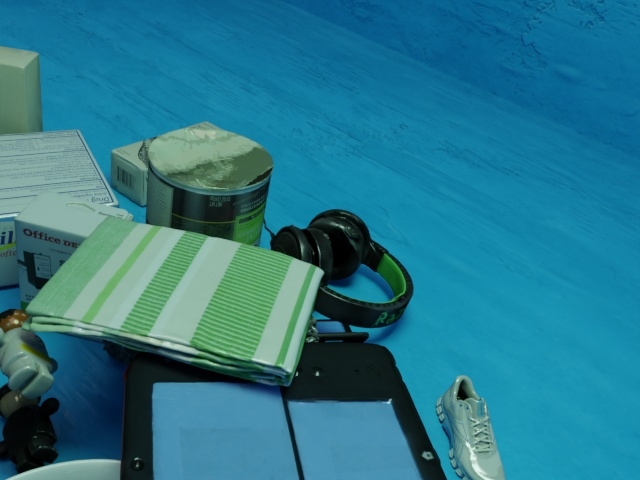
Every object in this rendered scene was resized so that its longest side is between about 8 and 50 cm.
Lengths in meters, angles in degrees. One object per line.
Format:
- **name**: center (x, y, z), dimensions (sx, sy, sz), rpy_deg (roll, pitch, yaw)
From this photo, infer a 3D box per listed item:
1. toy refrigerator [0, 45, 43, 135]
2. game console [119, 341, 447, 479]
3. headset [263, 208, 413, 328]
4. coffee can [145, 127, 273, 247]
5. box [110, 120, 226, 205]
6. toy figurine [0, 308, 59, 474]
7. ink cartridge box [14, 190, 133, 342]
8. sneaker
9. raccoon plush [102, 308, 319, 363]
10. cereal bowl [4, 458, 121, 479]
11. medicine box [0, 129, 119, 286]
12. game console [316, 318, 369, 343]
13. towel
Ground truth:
- **toy refrigerator**: center (-0.612, -0.238, 1.331), dimensions (0.102, 0.269, 0.094), rpy_deg (8, 34, -6)
- **game console**: center (-0.032, 0.240, 0.705), dimensions (0.342, 0.060, 0.386), rpy_deg (-1, 33, -14)
- **headset**: center (0.000, 0.000, 1.241), dimensions (0.394, 0.185, 0.243), rpy_deg (34, 30, 22)
- **coffee can**: center (-0.198, -0.024, 1.149), dimensions (0.202, 0.275, 0.201), rpy_deg (8, 34, -6)
- **box**: center (-0.320, -0.176, 1.494), dimensions (0.113, 0.094, 0.275), rpy_deg (29, 37, 25)
- **toy figurine**: center (-0.431, 0.191, 0.818), dimensions (0.213, 0.209, 0.148), rpy_deg (-9, 34, -31)
- **ink cartridge box**: center (-0.380, 0.044, 1.048), dimensions (0.153, 0.208, 0.087), rpy_deg (13, 34, 1)
- **sneaker**: center (0.229, 0.283, 1.015), dimensions (0.071, 0.083, 0.190), rpy_deg (3, 36, -18)
- **raccoon plush**: center (-0.147, 0.198, 0.924), dimensions (0.299, 0.216, 0.446), rpy_deg (-8, 38, -16)
- **cereal bowl**: center (-0.229, 0.378, 0.618), dimensions (0.339, 0.141, 0.339), rpy_deg (7, 31, -4)
- **medicine box**: center (-0.533, -0.066, 1.214), dimensions (0.263, 0.149, 0.289), rpy_deg (-9, 40, -30)
- **game console**: center (0.007, 0.150, 1.149), dimensions (0.122, 0.107, 0.071), rpy_deg (0, 64, -17)
- **towel**: center (-0.170, 0.067, 0.864), dimensions (0.325, 0.038, 0.248), rpy_deg (11, 33, 5)
